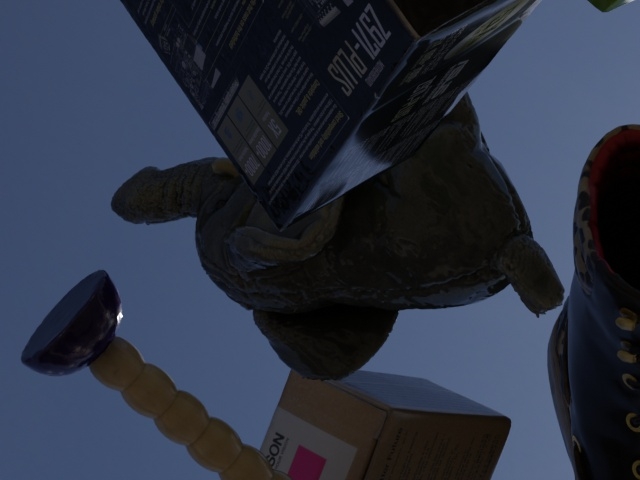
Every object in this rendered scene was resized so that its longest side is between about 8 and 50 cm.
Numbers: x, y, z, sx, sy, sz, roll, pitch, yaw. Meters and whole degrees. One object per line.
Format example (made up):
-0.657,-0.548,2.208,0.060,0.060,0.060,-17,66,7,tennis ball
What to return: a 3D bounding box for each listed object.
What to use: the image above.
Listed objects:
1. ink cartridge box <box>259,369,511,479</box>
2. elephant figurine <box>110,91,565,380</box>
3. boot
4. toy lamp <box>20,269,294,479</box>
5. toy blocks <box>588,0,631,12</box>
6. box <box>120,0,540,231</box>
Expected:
0.020,0.211,1.251,0.193,0.088,0.234,15,-82,-57,ink cartridge box
0.000,0.000,1.110,0.239,0.186,0.169,-25,-84,3,elephant figurine
0.256,0.128,1.288,0.138,0.377,0.284,-8,-37,-3,boot
-0.049,0.129,1.055,0.275,0.080,0.080,44,-94,-16,toy lamp
0.049,-0.318,0.798,0.191,0.381,0.261,-26,-26,-44,toy blocks
-0.004,-0.109,0.685,0.077,0.180,0.147,-31,-100,-25,box
